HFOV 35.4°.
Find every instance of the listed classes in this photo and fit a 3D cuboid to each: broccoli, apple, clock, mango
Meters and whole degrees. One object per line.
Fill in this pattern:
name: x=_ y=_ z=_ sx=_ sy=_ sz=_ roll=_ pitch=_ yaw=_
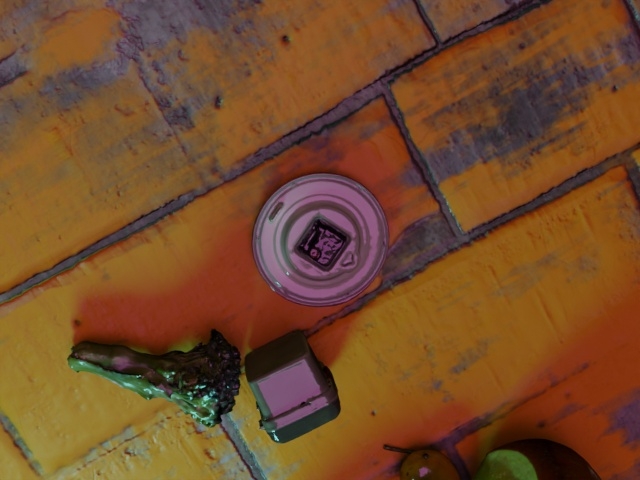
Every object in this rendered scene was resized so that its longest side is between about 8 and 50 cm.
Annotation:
broccoli: x=-0.288 y=0.221 z=1.741 sx=0.304 sy=0.145 sz=0.165 roll=8 pitch=142 yaw=-1
apple: x=0.398 y=0.568 z=1.842 sx=0.374 sy=0.374 sz=0.384 roll=-36 pitch=78 yaw=2
clock: x=0.000 y=0.000 z=1.751 sx=0.244 sy=0.056 sz=0.244 roll=-2 pitch=106 yaw=-9
mango: x=0.214 y=0.459 z=1.898 sx=0.103 sy=0.076 sz=0.161 roll=-34 pitch=116 yaw=4

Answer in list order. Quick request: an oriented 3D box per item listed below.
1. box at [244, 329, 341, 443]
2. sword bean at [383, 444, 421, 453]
box: x=-0.053 y=0.249 z=1.733 sx=0.148 sy=0.210 sz=0.129 roll=-26 pitch=100 yaw=-2
sword bean: x=0.159 y=0.400 z=1.907 sx=0.083 sy=0.012 sz=0.012 roll=11 pitch=103 yaw=-13
